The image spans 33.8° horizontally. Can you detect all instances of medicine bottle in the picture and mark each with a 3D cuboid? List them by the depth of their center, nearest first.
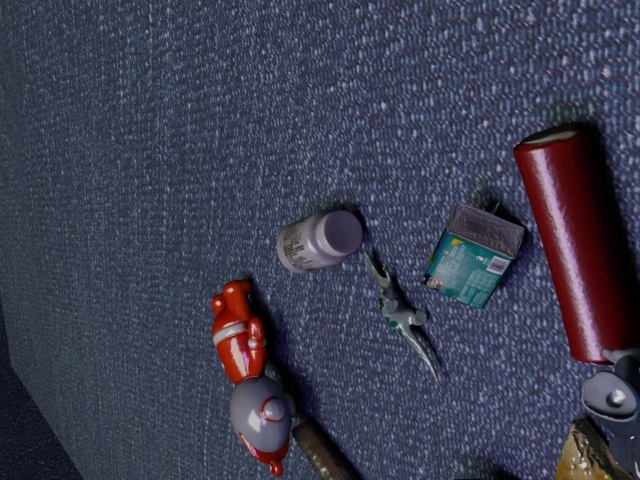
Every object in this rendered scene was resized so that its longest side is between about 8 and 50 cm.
[{"bbox_3d":[0.000,0.000,1.494,0.140,0.079,0.079,-21,92,61],"label":"medicine bottle"}]

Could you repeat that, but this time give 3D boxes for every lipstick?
[{"bbox_3d":[0.261,0.005,1.063,0.080,0.080,0.241,1,112,59],"label":"lipstick"}]

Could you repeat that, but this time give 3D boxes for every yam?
[{"bbox_3d":[0.041,0.412,1.758,0.274,0.061,0.061,52,149,29],"label":"yam"}]

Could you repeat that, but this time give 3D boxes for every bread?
[{"bbox_3d":[0.311,0.294,1.224,0.154,0.054,0.136,58,153,18],"label":"bread"}]

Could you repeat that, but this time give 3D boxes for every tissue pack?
[{"bbox_3d":[0.176,0.010,1.217,0.085,0.079,0.111,22,143,3],"label":"tissue pack"}]

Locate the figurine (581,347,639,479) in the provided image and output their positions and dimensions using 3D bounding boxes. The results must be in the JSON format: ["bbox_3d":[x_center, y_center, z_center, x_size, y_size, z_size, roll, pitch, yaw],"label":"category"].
[{"bbox_3d":[0.330,0.169,0.944,0.193,0.265,0.140,-1,86,33],"label":"figurine"}]

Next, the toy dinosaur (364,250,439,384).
[{"bbox_3d":[0.106,0.105,1.444,0.187,0.044,0.106,60,167,-16],"label":"toy dinosaur"}]

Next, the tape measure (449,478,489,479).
[{"bbox_3d":[0.191,0.433,1.309,0.262,0.259,0.138,35,139,44],"label":"tape measure"}]

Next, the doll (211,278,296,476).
[{"bbox_3d":[-0.114,0.240,1.816,0.200,0.105,0.336,-43,59,59],"label":"doll"}]
